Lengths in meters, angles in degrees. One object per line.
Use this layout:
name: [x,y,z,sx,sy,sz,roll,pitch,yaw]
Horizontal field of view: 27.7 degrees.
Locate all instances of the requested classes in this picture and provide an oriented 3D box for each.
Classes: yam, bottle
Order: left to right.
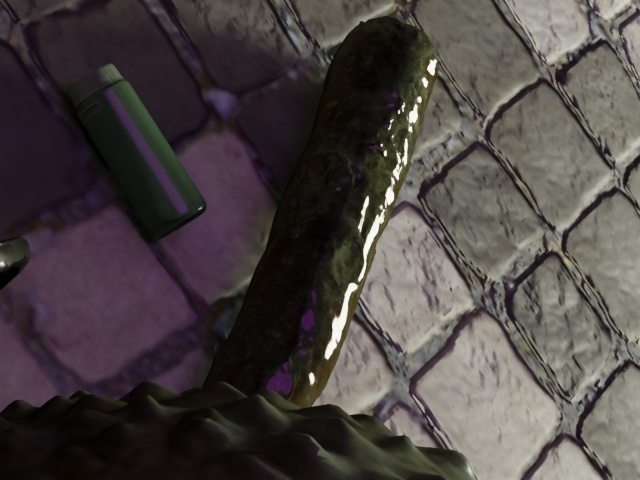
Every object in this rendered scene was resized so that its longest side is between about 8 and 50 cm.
bottle: [-0.087,-0.042,0.611,0.030,0.030,0.083,-32,89,-42]
yam: [0.000,0.000,0.641,0.061,0.061,0.274,36,53,-20]

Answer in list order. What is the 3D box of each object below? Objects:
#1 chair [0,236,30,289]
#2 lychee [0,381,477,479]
chair: [-0.286,-0.093,0.352,0.226,0.226,0.401,-38,93,-42]
lychee: [-0.038,0.163,0.410,0.274,0.255,0.255,33,46,17]
